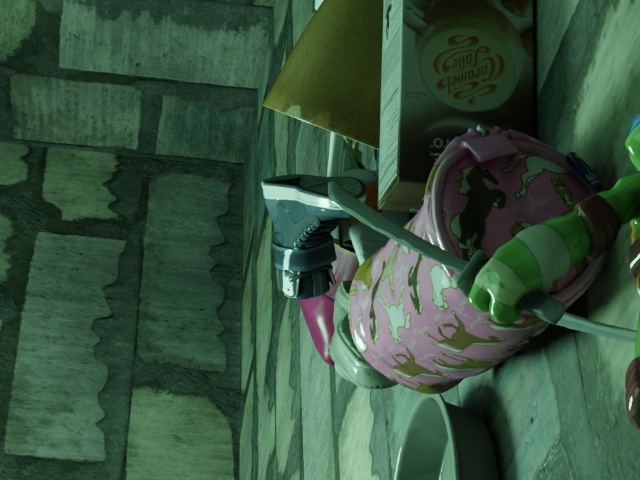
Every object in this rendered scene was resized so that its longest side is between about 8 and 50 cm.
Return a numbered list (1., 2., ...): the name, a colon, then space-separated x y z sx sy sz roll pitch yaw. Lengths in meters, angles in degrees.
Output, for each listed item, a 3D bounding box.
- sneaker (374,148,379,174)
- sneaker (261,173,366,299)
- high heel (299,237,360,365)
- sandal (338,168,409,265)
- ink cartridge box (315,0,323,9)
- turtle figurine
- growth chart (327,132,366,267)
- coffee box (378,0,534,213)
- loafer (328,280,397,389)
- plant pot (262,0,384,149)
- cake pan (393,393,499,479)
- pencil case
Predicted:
1. sneaker: 0.101 -0.173 1.821 0.078 0.067 0.188 -106 20 -52
2. sneaker: 0.001 0.000 1.753 0.226 0.086 0.163 11 110 64
3. high heel: -0.015 0.081 2.196 0.377 0.127 0.181 -154 80 -77
4. sandal: 0.070 0.001 1.807 0.265 0.102 0.076 -97 18 -48
5. ink cartridge box: 0.080 -0.368 1.815 0.203 0.148 0.085 154 119 -81
6. turtle figurine: 0.178 0.064 0.770 0.198 0.275 0.266 54 -159 -46
7. growth chart: 0.048 -0.062 1.948 0.237 0.021 0.172 63 -151 -51
8. coffee box: 0.136 -0.153 1.340 0.098 0.141 0.246 122 151 -71
9. loafer: 0.067 0.140 1.754 0.319 0.112 0.111 -88 0 -77
10. plant pot: 0.086 -0.231 1.534 0.237 0.237 0.254 -136 65 -79
11. cake pan: 0.127 0.302 1.398 0.293 0.054 0.293 -175 90 -81
12. pencil case: 0.128 0.031 1.226 0.167 0.160 0.386 -58 -1 -20
